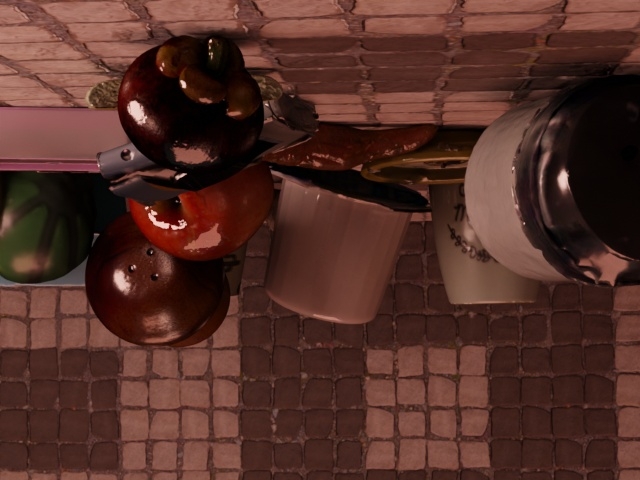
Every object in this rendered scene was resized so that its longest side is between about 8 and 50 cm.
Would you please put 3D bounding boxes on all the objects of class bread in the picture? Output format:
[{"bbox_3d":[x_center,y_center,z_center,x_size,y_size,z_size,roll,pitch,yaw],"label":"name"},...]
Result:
[{"bbox_3d":[-0.143,-0.150,1.456,0.192,0.036,0.112,-3,-177,-14],"label":"bread"}]

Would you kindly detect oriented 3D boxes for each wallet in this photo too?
[{"bbox_3d":[-0.120,-0.099,1.648,0.230,0.069,0.170,-18,169,15],"label":"wallet"}]

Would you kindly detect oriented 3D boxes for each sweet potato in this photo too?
[{"bbox_3d":[0.022,-0.122,1.854,0.255,0.058,0.078,-4,158,-21],"label":"sweet potato"}]

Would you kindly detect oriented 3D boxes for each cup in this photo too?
[{"bbox_3d":[0.294,-0.023,2.176,0.258,0.234,0.186,-3,177,10],"label":"cup"}]

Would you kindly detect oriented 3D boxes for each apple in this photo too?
[{"bbox_3d":[-0.151,-0.065,1.862,0.181,0.181,0.168,-3,-159,37],"label":"apple"}]

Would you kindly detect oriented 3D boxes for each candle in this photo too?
[{"bbox_3d":[0.280,-0.056,1.577,0.221,0.221,0.342,0,177,-14],"label":"candle"}]

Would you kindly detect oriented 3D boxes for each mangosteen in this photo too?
[{"bbox_3d":[-0.108,-0.125,1.266,0.140,0.140,0.140,-1,177,0],"label":"mangosteen"}]

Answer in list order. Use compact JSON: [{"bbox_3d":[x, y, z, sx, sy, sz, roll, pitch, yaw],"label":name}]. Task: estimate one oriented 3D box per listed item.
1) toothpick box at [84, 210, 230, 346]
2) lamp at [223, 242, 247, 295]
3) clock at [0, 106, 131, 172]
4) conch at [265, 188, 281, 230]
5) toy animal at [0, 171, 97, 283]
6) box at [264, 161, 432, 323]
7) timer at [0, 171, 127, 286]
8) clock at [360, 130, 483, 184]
[{"bbox_3d":[-0.218,0.061,2.046,0.192,0.192,0.294,-1,171,4],"label":"toothpick box"},{"bbox_3d":[-0.171,-0.019,2.250,0.121,0.215,0.121,-1,180,0],"label":"lamp"},{"bbox_3d":[-0.321,-0.119,1.744,0.197,0.063,0.150,0,177,-9],"label":"clock"},{"bbox_3d":[-0.008,-0.041,2.647,0.178,0.163,0.245,-13,-144,-43],"label":"conch"},{"bbox_3d":[-0.459,-0.045,1.929,0.338,0.216,0.191,6,149,-20],"label":"toy animal"},{"bbox_3d":[0.000,0.000,2.188,0.291,0.206,0.262,12,-169,-8],"label":"box"},{"bbox_3d":[-0.407,-0.036,2.175,0.231,0.091,0.250,0,-149,-10],"label":"timer"},{"bbox_3d":[0.170,-0.117,1.993,0.237,0.057,0.237,-2,175,0],"label":"clock"}]
